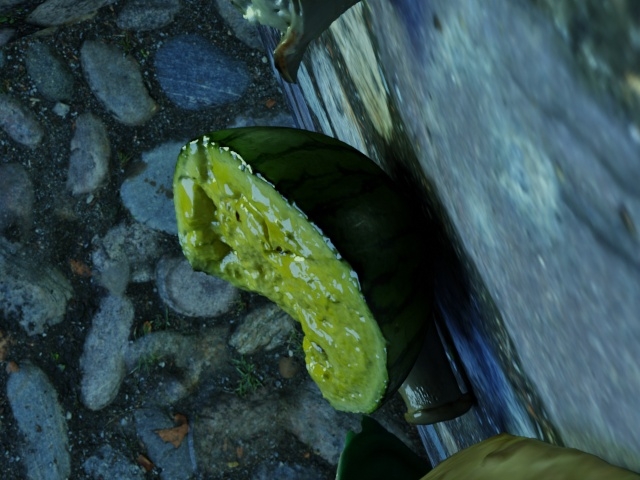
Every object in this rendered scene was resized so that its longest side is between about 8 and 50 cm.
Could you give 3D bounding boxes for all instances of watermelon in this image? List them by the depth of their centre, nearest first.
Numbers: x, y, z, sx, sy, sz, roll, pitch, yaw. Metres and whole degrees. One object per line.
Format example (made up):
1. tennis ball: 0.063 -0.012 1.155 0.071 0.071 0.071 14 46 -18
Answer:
1. watermelon: 0.000 0.000 0.772 0.331 0.189 0.330 31 143 27

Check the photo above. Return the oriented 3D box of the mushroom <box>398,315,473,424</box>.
1. mushroom: 0.098 0.108 0.893 0.108 0.096 0.247 84 164 -61

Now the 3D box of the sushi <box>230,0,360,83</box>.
1. sushi: -0.022 -0.204 0.412 0.109 0.134 0.272 27 139 46

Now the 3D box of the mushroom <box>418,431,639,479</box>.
1. mushroom: 0.068 0.256 0.352 0.397 0.314 0.224 100 144 -78

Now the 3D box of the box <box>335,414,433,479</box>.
1. box: 0.083 0.368 0.706 0.337 0.106 0.264 44 -141 -21
